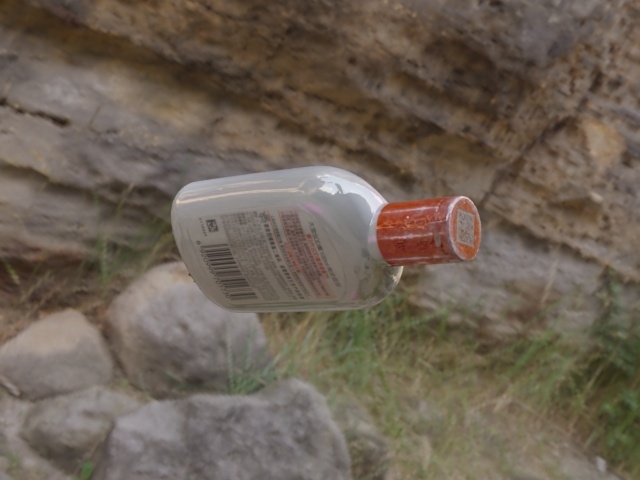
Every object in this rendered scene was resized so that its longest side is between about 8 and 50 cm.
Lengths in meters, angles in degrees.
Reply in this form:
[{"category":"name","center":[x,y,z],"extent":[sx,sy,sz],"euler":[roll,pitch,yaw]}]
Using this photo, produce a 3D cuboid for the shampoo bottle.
[{"category":"shampoo bottle","center":[0.000,0.000,0.665],"extent":[0.220,0.051,0.108],"euler":[-5,-61,37]}]
